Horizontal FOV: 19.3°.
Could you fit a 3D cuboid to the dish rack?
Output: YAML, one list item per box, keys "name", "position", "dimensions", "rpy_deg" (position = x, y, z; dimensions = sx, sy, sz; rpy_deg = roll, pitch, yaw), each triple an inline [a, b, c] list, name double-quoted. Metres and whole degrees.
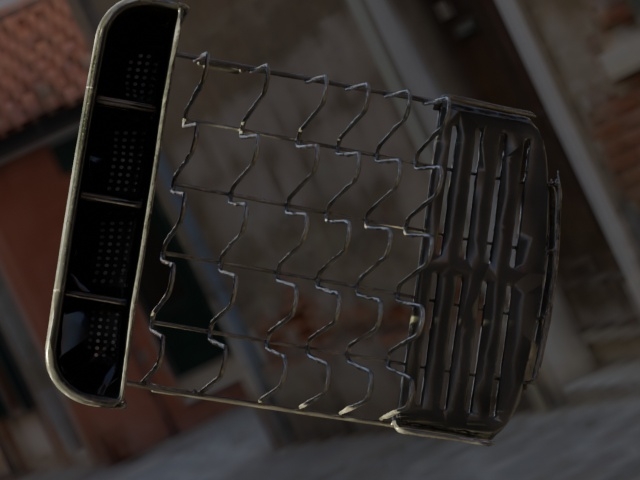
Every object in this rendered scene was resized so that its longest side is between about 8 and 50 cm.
- name: "dish rack"
  position: [0.000, 0.000, 0.984]
  dimensions: [0.272, 0.208, 0.074]
  rpy_deg: [10, -8, -12]
